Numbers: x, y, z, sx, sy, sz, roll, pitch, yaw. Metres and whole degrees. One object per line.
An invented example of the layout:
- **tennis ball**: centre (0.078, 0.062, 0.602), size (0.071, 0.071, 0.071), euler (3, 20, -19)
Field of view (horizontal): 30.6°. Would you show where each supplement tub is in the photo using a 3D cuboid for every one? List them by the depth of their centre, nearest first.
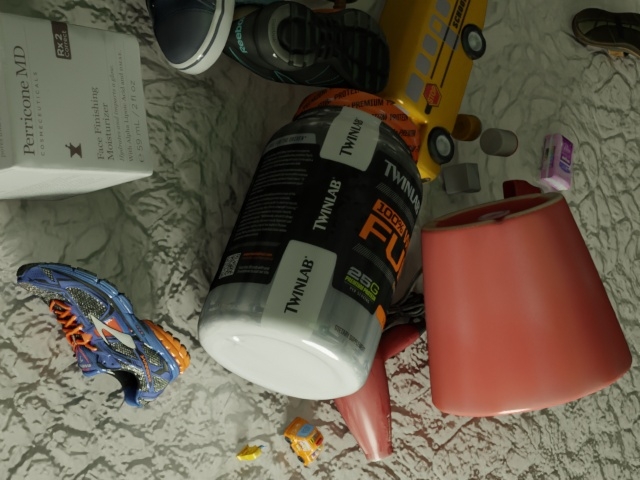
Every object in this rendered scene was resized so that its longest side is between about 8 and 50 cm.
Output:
- **supplement tub**: centre (0.000, 0.000, 1.392), size (0.207, 0.207, 0.338), euler (37, 59, -32)

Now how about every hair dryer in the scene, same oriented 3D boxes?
- **hair dryer**: centre (0.086, 0.141, 1.531), size (0.223, 0.080, 0.294), euler (27, 64, -37)

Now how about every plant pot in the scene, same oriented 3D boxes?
- **plant pot**: centre (0.255, 0.076, 1.562), size (0.275, 0.275, 0.243), euler (-21, 100, -43)

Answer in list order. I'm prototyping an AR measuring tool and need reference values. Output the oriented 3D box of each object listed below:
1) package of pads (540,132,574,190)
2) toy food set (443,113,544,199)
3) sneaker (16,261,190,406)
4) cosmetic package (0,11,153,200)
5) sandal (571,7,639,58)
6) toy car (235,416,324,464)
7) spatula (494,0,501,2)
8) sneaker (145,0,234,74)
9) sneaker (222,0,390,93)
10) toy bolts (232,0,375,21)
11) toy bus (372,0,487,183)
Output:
- **package of pads**: centre (0.385, -0.127, 1.901), size (0.050, 0.032, 0.083), euler (29, 63, -39)
- **toy food set**: centre (0.259, -0.073, 1.722), size (0.104, 0.111, 0.232), euler (-1, 81, -55)
- **sneaker**: centre (-0.235, 0.099, 1.243), size (0.221, 0.083, 0.087), euler (42, 64, -25)
- **cosmetic package**: centre (-0.289, -0.126, 1.166), size (0.183, 0.151, 0.151), euler (-2, 83, -54)
- **sandal**: centre (0.523, -0.354, 2.065), size (0.219, 0.060, 0.090), euler (3, 73, -28)
- **toy car**: centre (-0.039, 0.258, 1.416), size (0.122, 0.040, 0.060), euler (-23, 97, -44)
- **spatula**: centre (0.212, -0.413, 1.807), size (0.168, 0.019, 0.242), euler (56, 50, -20)
- **sneaker**: centre (-0.181, -0.351, 1.355), size (0.127, 0.126, 0.321), euler (14, 64, -44)
- **sneaker**: centre (-0.013, -0.235, 1.420), size (0.267, 0.106, 0.101), euler (8, 83, -52)
- **toy bolts**: centre (-0.011, -0.302, 1.468), size (0.228, 0.218, 0.159), euler (8, 84, -23)
- **toy bus**: centre (0.135, -0.237, 1.631), size (0.130, 0.108, 0.333), euler (35, 61, -31)
